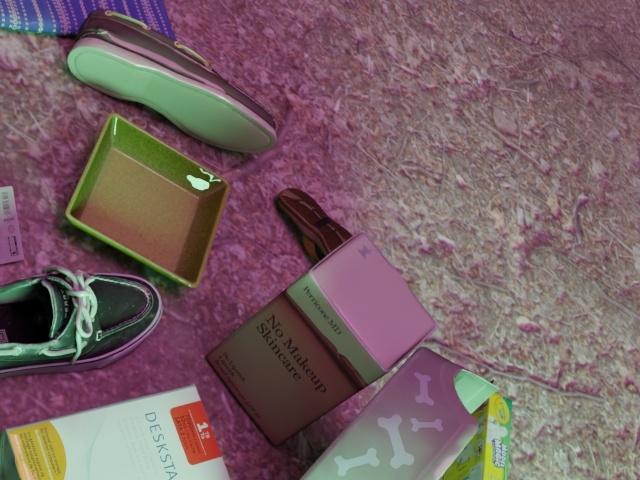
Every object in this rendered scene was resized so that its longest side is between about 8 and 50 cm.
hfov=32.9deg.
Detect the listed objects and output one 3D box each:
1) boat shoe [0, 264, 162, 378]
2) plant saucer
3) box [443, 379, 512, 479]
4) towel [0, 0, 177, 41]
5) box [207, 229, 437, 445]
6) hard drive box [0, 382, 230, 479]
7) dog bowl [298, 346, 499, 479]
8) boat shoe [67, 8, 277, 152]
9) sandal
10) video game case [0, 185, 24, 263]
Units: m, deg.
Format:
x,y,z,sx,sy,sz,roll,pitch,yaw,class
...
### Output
x,y,z,sx,sy,sz,roll,pitch,yaw,class
-0.292,0.080,1.188,0.306,0.105,0.113,-4,65,-41,boat shoe
-0.222,-0.044,1.375,0.188,0.045,0.188,31,47,-20,plant saucer
0.212,0.284,1.469,0.043,0.105,0.179,25,49,-17,box
-0.369,-0.387,1.492,0.336,0.040,0.243,-2,64,-41,towel
-0.002,0.121,1.308,0.148,0.232,0.127,52,42,3,box
-0.215,0.267,1.137,0.232,0.089,0.181,-9,69,-43,hard drive box
0.048,0.260,1.192,0.102,0.349,0.349,41,42,8,dog bowl
-0.188,-0.216,1.475,0.305,0.109,0.091,25,54,-21,boat shoe
0.000,0.000,1.535,0.180,0.049,0.072,46,35,17,sandal
-0.393,-0.011,1.208,0.122,0.011,0.087,-13,97,-44,video game case
